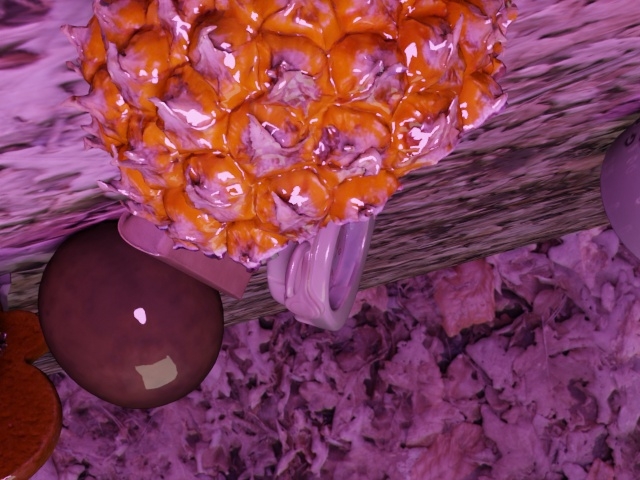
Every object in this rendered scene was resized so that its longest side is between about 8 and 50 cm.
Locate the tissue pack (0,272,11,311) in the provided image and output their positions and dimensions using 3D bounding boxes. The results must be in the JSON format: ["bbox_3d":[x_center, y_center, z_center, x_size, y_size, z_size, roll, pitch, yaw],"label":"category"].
[{"bbox_3d":[-0.352,0.117,1.088,0.123,0.193,0.026,-16,140,-5],"label":"tissue pack"}]

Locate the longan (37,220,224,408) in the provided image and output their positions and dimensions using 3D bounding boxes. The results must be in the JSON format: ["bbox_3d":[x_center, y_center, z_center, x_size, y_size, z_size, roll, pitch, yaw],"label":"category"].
[{"bbox_3d":[-0.181,0.068,1.047,0.204,0.184,0.159,19,-130,39],"label":"longan"}]

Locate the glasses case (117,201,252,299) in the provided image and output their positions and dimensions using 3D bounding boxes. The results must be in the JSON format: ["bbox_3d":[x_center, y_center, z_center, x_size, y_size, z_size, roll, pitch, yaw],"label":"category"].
[{"bbox_3d":[-0.103,-0.024,0.920,0.070,0.102,0.193,21,174,19],"label":"glasses case"}]

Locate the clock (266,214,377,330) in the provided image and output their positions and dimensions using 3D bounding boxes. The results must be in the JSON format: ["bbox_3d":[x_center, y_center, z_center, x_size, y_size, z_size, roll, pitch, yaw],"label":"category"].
[{"bbox_3d":[0.000,0.000,1.035,0.062,0.151,0.191,14,174,14],"label":"clock"}]

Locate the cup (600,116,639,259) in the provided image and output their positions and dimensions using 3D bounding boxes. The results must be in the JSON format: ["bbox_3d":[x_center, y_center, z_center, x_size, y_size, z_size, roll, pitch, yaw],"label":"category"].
[{"bbox_3d":[0.436,-0.106,1.126,0.258,0.186,0.234,-44,176,-23],"label":"cup"}]

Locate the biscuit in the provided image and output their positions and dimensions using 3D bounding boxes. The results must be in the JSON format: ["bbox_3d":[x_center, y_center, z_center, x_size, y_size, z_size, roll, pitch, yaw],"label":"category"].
[{"bbox_3d":[-0.323,0.132,1.028,0.180,0.236,0.039,-22,143,-17],"label":"biscuit"}]

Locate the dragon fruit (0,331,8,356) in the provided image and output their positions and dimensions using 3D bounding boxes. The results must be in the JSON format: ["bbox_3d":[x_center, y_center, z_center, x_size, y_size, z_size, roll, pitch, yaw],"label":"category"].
[{"bbox_3d":[-0.352,0.098,0.921,0.172,0.172,0.209,-17,164,12],"label":"dragon fruit"}]

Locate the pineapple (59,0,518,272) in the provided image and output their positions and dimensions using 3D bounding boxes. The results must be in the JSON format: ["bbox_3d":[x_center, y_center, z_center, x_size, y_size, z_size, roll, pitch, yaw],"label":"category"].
[{"bbox_3d":[-0.028,-0.092,0.423,0.176,0.136,0.161,-12,-141,24],"label":"pineapple"}]
